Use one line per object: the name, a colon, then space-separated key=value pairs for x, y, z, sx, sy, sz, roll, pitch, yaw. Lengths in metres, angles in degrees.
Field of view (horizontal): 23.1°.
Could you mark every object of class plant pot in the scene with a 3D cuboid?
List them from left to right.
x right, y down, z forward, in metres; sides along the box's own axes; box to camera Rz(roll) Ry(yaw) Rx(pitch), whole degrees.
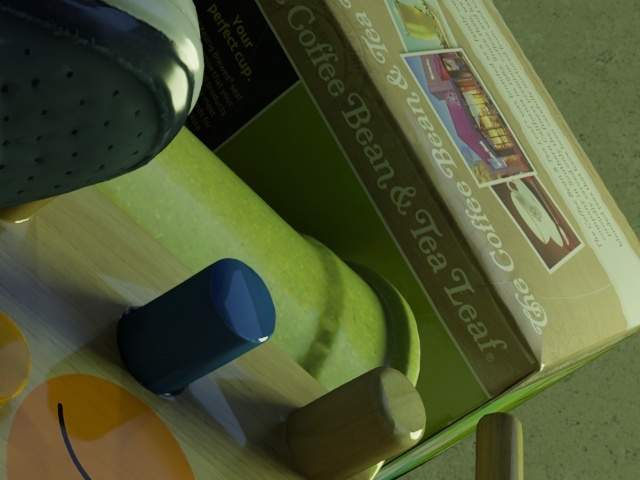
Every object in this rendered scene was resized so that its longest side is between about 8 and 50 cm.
plant pot: x=-0.130 y=0.027 z=0.804 sx=0.254 sy=0.276 sz=0.276 roll=53 pitch=7 yaw=-29

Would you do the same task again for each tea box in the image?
tea box: x=0.000 y=0.000 z=1.072 sx=0.220 sy=0.323 sz=0.329 roll=-14 pitch=72 yaw=-54

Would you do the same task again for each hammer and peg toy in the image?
hammer and peg toy: x=-0.048 y=0.125 z=0.604 sx=0.361 sy=0.127 sz=0.266 roll=42 pitch=35 yaw=-24

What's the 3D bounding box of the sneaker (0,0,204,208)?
sneaker: x=-0.140 y=0.011 z=0.270 sx=0.099 sy=0.282 sz=0.153 roll=-54 pitch=-134 yaw=47
